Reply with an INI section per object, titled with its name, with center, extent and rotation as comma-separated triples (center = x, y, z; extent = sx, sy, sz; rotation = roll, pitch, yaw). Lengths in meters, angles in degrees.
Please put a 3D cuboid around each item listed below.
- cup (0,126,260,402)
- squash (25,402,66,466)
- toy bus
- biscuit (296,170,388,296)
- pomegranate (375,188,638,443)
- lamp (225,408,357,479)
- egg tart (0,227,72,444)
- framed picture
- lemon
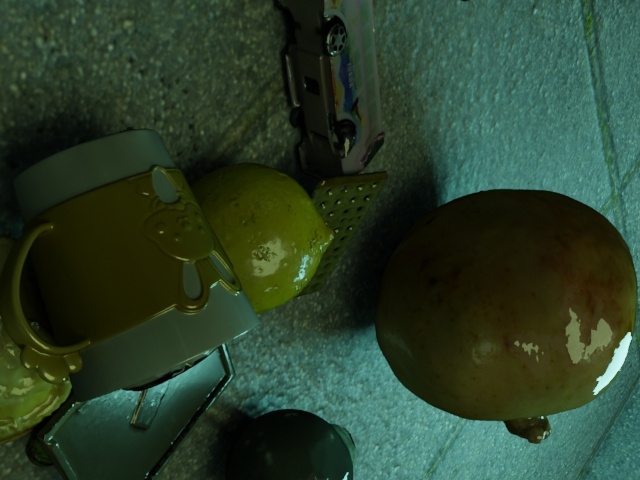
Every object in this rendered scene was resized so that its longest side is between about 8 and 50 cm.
[cup]
center = -0.193, 0.029, 0.713
extent = 0.241, 0.185, 0.226
rotation = -20, 88, -59
[squash]
center = -0.258, 0.195, 0.885
extent = 0.183, 0.052, 0.052
rotation = -32, 132, -49
[toy bus]
center = 0.017, -0.209, 0.962
extent = 0.112, 0.090, 0.274
rotation = -39, 136, -35
[biscuit]
center = 0.000, 0.000, 1.043
extent = 0.139, 0.016, 0.231
rotation = -11, 141, -44
[pomegranate]
center = 0.286, 0.118, 1.203
extent = 0.412, 0.412, 0.411
rotation = -26, 128, -39
[lamp]
center = -0.009, 0.350, 1.163
extent = 0.314, 0.182, 0.181
rotation = 25, 90, -53
[egg tart]
center = -0.321, 0.117, 0.753
extent = 0.232, 0.098, 0.252
rotation = -4, 117, -44
[framed picture]
center = -0.199, 0.189, 0.923
extent = 0.281, 0.019, 0.208
rotation = -51, 143, -41
[lemon]
center = -0.091, 0.001, 0.889
extent = 0.206, 0.173, 0.173
rotation = -24, 130, -13
